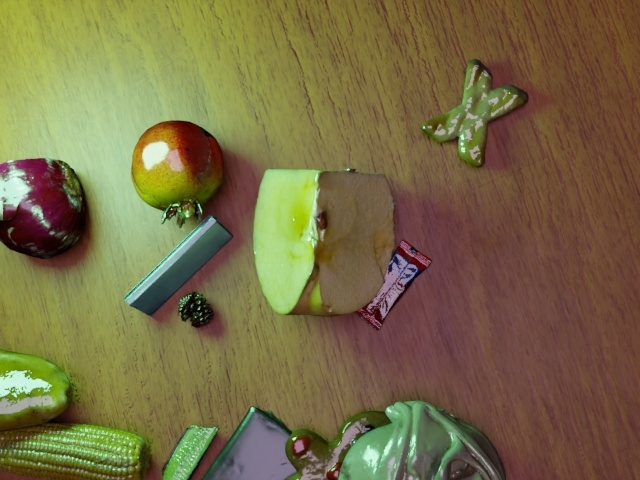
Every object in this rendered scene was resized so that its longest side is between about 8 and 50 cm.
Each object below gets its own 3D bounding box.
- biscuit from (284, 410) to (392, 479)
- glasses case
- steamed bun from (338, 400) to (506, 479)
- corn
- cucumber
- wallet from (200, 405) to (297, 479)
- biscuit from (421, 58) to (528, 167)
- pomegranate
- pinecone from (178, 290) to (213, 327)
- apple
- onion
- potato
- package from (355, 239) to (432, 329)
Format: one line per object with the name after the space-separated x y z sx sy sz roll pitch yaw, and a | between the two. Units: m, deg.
0.016 0.536 1.700 0.432 0.064 0.283 -42 93 -7 | biscuit
-0.325 0.049 1.800 0.266 0.105 0.056 -44 63 -2 | glasses case
0.229 0.494 1.607 0.324 0.219 0.310 44 78 -7 | steamed bun
-0.545 0.464 1.746 0.344 0.131 0.131 5 84 6 | corn
-0.303 0.494 1.768 0.070 0.046 0.220 29 85 9 | cucumber
-0.173 0.562 1.744 0.197 0.051 0.378 34 85 7 | wallet
0.350 -0.286 1.805 0.164 0.047 0.208 36 87 9 | biscuit
-0.315 -0.150 1.761 0.210 0.210 0.235 -9 74 3 | pomegranate
-0.279 0.155 1.791 0.083 0.077 0.077 29 86 -10 | pinecone
0.000 0.000 1.702 0.313 0.252 0.309 3 95 7 | apple
-0.639 -0.066 1.777 0.216 0.206 0.207 -26 82 2 | onion
-0.721 0.328 1.749 0.368 0.195 0.177 0 96 6 | potato
0.157 0.099 1.788 0.083 0.022 0.200 38 87 7 | package
